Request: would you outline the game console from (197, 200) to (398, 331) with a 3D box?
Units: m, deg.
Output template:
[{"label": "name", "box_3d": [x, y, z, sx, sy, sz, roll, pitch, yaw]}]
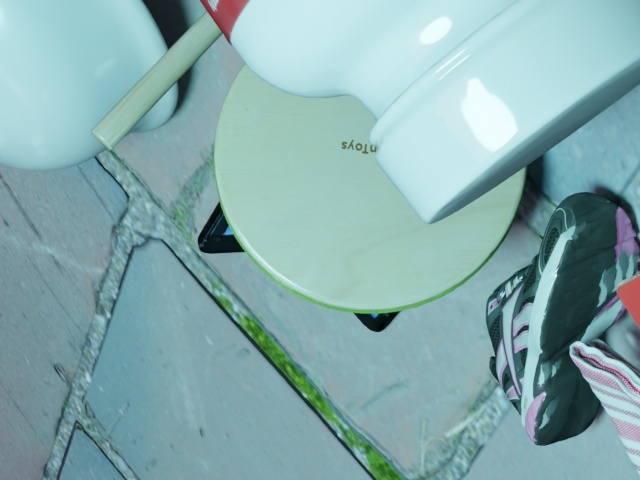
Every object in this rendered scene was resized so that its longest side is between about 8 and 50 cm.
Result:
[{"label": "game console", "box_3d": [0.000, 0.000, 1.237, 0.144, 0.124, 0.085, 126, 136, -54]}]

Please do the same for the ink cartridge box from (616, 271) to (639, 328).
[{"label": "ink cartridge box", "box_3d": [0.264, 0.022, 0.915, 0.134, 0.078, 0.231, 57, 146, 4]}]

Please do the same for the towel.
[{"label": "towel", "box_3d": [0.213, 0.154, 1.053, 0.197, 0.029, 0.144, 60, 173, -26]}]

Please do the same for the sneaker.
[{"label": "sneaker", "box_3d": [0.131, 0.041, 1.113, 0.077, 0.072, 0.178, 46, 140, 37]}]

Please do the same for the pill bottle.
[{"label": "pill bottle", "box_3d": [0.006, -0.222, 0.922, 0.407, 0.229, 0.229, 55, 146, 6]}]

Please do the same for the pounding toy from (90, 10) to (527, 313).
[{"label": "pounding toy", "box_3d": [0.007, -0.058, 1.130, 0.237, 0.183, 0.110, 35, 175, 5]}]

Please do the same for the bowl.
[{"label": "bowl", "box_3d": [-0.255, -0.147, 1.322, 0.298, 0.134, 0.298, 36, 158, 17]}]
